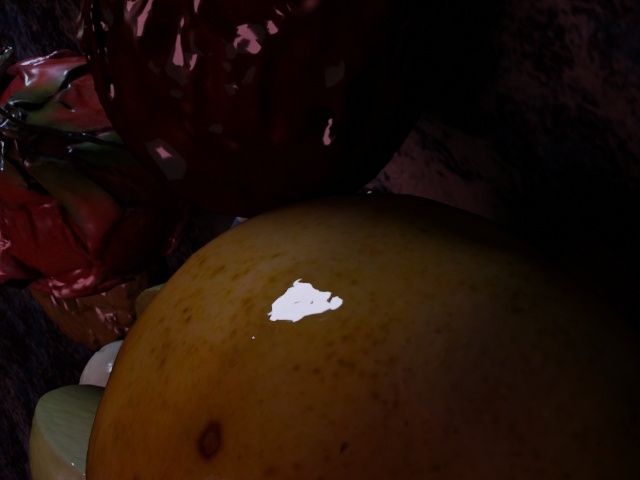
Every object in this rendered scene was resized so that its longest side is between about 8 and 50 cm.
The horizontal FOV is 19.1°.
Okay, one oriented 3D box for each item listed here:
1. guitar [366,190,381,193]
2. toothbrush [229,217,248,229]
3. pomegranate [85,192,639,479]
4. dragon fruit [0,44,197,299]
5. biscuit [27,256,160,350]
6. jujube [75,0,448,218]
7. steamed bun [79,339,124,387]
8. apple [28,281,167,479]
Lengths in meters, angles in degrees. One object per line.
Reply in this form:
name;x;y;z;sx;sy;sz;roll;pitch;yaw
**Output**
guitar;0.000;0.000;1.530;0.088;0.025;0.233;65;153;3
toothbrush;-0.095;0.039;1.713;0.025;0.019;0.276;61;148;26
pomegranate;0.065;0.159;1.191;0.416;0.416;0.417;41;143;40
dragon fruit;-0.222;-0.055;1.631;0.233;0.293;0.234;1;94;19
biscuit;-0.256;-0.019;1.917;0.296;0.075;0.296;40;143;39
jujube;-0.036;-0.180;1.245;0.258;0.258;0.377;49;153;31
steamed bun;-0.178;0.147;1.874;0.112;0.091;0.130;32;170;26
apple;-0.087;0.169;1.525;0.254;0.292;0.292;33;138;54
